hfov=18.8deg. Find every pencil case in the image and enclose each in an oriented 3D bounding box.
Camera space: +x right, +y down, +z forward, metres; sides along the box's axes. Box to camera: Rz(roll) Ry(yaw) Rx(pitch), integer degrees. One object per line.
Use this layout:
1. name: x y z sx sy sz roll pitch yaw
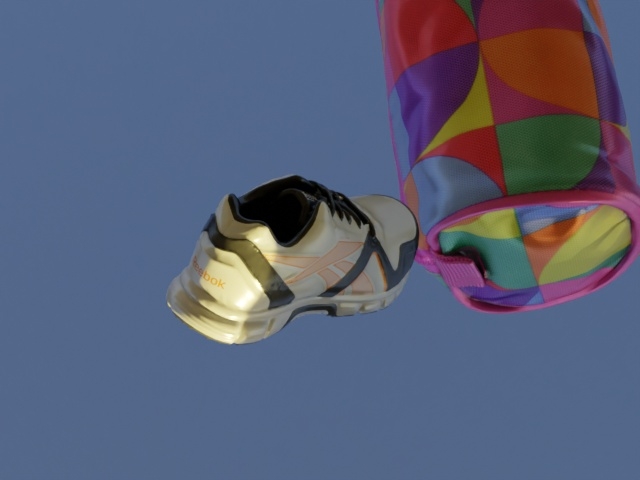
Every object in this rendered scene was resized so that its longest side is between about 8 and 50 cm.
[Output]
1. pencil case: 0.067 -0.088 0.801 0.104 0.104 0.236 -6 -122 -6

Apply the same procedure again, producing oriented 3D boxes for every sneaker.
1. sneaker: 0.000 0.000 0.603 0.040 0.109 0.044 36 -60 23
